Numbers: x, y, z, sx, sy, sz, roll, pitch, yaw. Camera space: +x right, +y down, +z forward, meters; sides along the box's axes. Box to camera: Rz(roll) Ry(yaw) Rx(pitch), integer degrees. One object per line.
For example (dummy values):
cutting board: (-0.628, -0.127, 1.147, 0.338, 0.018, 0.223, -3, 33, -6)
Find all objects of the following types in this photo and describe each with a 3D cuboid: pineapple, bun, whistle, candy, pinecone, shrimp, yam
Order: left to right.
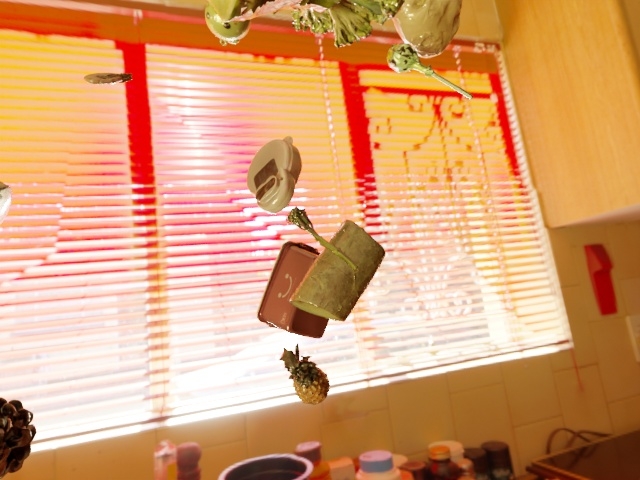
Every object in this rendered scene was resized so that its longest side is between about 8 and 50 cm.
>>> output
pinecone: (-0.545, 0.325, 0.690, 0.140, 0.140, 0.121, -6, -30, -11)
shrimp: (-0.474, -0.363, 0.957, 0.108, 0.023, 0.059, -19, 40, -36)
whistle: (-0.252, -0.690, 1.186, 0.141, 0.141, 0.294, -4, -36, -20)
pineapple: (-0.053, 0.432, 1.368, 0.128, 0.128, 0.248, -10, -46, 14)
yam: (0.053, 0.089, 1.110, 0.161, 0.268, 0.161, 31, -16, 10)
candy: (0.325, -0.501, 1.272, 0.091, 0.305, 0.083, -31, -27, -37)
bun: (0.370, -0.818, 1.433, 0.234, 0.362, 0.326, -7, 23, 30)

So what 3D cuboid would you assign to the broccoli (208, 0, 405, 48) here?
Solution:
broccoli: (-0.011, -0.425, 0.661, 0.252, 0.221, 0.361, -15, 16, 28)

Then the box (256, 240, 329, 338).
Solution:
box: (-0.052, 0.164, 1.351, 0.193, 0.294, 0.167, 23, -4, -42)

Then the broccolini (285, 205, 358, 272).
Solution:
broccolini: (-0.001, 0.000, 0.901, 0.042, 0.218, 0.044, -6, -48, -45)

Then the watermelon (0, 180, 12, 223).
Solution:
watermelon: (-0.553, -0.050, 0.506, 0.222, 0.319, 0.292, -1, 29, 2)

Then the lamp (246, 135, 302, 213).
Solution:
lamp: (-0.118, -0.171, 1.168, 0.108, 0.246, 0.179, 26, -54, -35)
